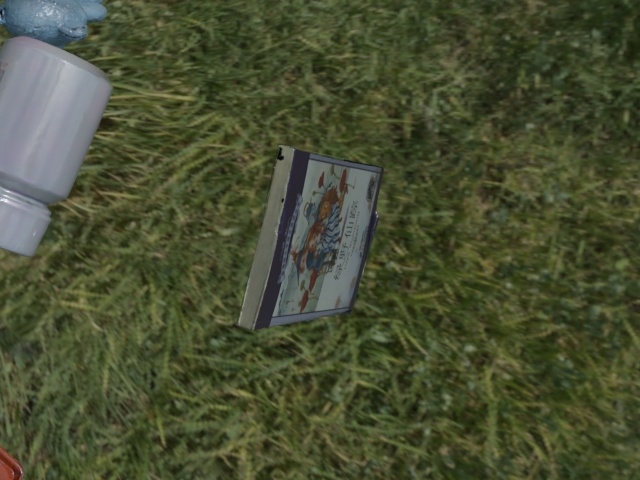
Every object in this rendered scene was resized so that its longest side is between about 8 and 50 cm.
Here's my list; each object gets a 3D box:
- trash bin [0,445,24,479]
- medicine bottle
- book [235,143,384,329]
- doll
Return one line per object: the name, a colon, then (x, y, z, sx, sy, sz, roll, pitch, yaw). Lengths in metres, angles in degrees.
trash bin: (-0.455, 0.271, 1.185, 0.184, 0.239, 0.161, 49, 35, -22)
medicine bottle: (-0.131, -0.041, 0.492, 0.052, 0.052, 0.089, 23, 87, -23)
book: (0.001, 0.000, 1.019, 0.026, 0.231, 0.157, 15, 95, 22)
doll: (-0.307, -0.258, 1.290, 0.120, 0.180, 0.075, 10, 107, 4)
